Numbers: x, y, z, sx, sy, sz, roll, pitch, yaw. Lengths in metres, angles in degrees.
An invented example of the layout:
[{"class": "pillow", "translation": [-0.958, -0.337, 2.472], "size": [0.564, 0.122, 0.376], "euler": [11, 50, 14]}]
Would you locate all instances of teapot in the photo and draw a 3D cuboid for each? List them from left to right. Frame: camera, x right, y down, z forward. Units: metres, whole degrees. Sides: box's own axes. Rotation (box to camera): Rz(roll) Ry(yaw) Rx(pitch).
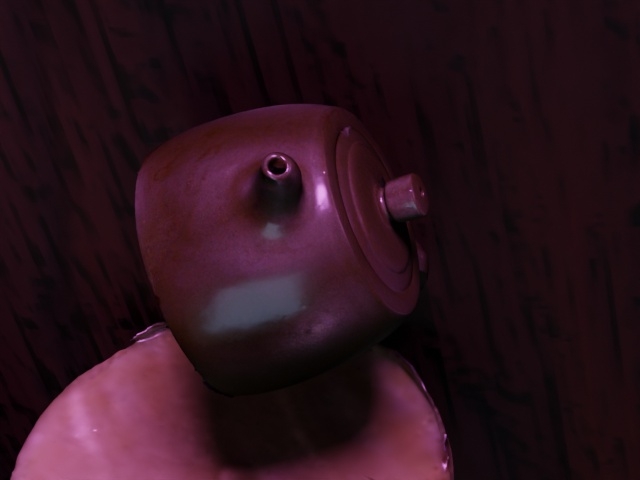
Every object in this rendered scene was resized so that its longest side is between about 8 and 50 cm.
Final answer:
[{"class": "teapot", "translation": [0.000, 0.000, 0.547], "size": [0.068, 0.076, 0.121], "euler": [-19, 158, 20]}]

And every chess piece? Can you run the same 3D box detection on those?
[{"class": "chess piece", "translation": [-0.028, 0.160, 0.698], "size": [0.137, 0.137, 0.301], "euler": [8, 142, 5]}]
